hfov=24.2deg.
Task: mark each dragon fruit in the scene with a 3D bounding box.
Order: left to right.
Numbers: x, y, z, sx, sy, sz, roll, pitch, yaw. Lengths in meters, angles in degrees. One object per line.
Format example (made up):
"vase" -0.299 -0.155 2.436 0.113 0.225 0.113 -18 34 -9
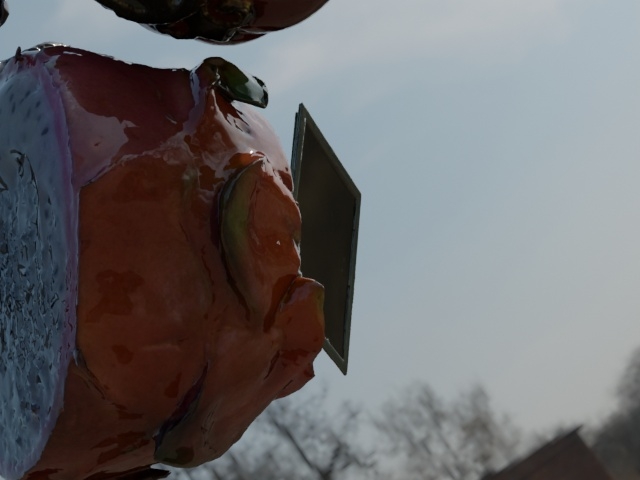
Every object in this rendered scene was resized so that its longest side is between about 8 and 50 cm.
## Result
"dragon fruit" -0.110 0.012 0.933 0.189 0.291 0.290 -3 -30 -28

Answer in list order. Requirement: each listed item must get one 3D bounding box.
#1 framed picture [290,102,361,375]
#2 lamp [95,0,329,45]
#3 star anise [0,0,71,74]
"framed picture" 0.000 0.000 1.228 0.011 0.183 0.142 -8 -34 21
"lamp" -0.072 -0.232 0.927 0.227 0.227 0.227 -33 -15 -10
"star anise" -0.347 -0.139 1.505 0.088 0.288 0.288 -9 6 41
